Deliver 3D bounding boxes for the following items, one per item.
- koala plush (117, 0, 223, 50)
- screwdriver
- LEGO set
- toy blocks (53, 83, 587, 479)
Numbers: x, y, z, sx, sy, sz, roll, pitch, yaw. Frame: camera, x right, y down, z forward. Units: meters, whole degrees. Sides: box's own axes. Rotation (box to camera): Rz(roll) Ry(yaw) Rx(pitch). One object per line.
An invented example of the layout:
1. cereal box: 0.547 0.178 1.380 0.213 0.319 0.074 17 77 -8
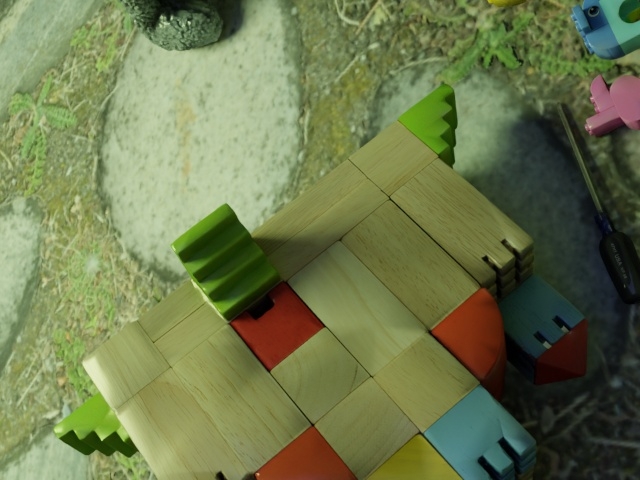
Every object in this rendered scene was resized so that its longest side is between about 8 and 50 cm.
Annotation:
1. koala plush: -0.089 -0.302 0.792 0.221 0.203 0.196 -2 78 20
2. screwdriver: 0.200 -0.030 0.636 0.025 0.024 0.170 -51 46 46
3. LEGO set: 0.179 -0.179 0.641 0.093 0.087 0.227 -26 65 24
4. toy blocks: 0.033 0.101 0.592 0.381 0.191 0.261 -38 60 -10
